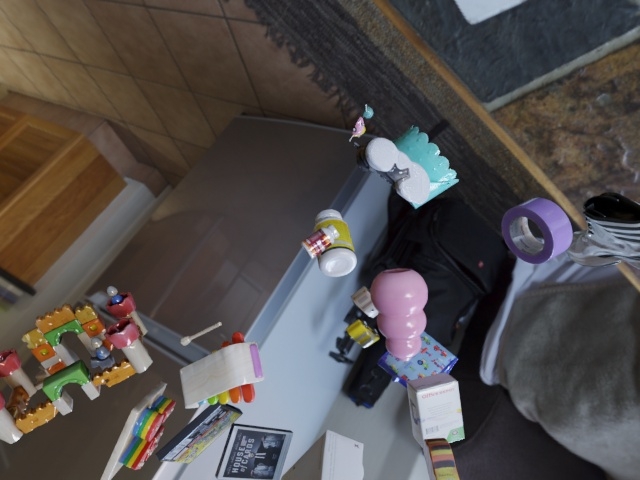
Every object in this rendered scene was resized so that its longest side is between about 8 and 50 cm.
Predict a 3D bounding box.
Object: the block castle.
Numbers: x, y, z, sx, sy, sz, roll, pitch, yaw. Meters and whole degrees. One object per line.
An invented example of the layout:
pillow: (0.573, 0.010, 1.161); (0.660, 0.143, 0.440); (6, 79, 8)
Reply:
block castle: (-0.753, 0.336, 1.321); (0.303, 0.454, 0.212); (33, 148, 62)

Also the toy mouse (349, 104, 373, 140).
toy mouse: (0.147, -0.405, 1.521); (0.031, 0.161, 0.143); (30, 145, 3)

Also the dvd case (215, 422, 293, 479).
dvd case: (-0.223, 0.733, 1.536); (0.239, 0.179, 0.030); (22, 171, -31)

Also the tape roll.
tape roll: (0.649, -0.028, 1.346); (0.189, 0.080, 0.188); (53, 158, 33)

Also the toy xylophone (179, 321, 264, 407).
toy xylophone: (-0.314, 0.376, 1.330); (0.323, 0.235, 0.081); (-21, 159, 32)

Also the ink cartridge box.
ink cartridge box: (0.393, 0.578, 1.526); (0.093, 0.155, 0.212); (-151, 51, -75)

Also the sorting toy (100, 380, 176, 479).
sorting toy: (-0.594, 0.650, 1.507); (0.090, 0.256, 0.255); (25, -178, 0)

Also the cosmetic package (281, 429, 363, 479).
cosmetic package: (-0.009, 0.857, 1.537); (0.156, 0.217, 0.384); (25, 121, -10)

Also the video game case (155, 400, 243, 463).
video game case: (-0.442, 0.719, 1.671); (0.035, 0.275, 0.248); (43, 167, 27)

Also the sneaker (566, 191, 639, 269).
sneaker: (0.904, -0.049, 1.423); (0.257, 0.169, 0.447); (47, 176, -6)

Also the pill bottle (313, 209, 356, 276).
pill bottle: (0.064, 0.004, 2.258); (0.188, 0.333, 0.187); (-5, 137, -5)

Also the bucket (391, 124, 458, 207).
bucket: (0.348, -0.265, 1.646); (0.281, 0.183, 0.281); (49, -171, -10)

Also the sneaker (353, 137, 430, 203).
sneaker: (0.209, -0.213, 1.332); (0.269, 0.101, 0.153); (37, 179, -29)

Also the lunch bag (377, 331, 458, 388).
lunch bag: (0.401, 0.527, 1.894); (0.221, 0.293, 0.138); (38, 126, 30)

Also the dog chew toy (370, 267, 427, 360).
dog chew toy: (0.293, 0.272, 1.624); (0.207, 0.207, 0.331); (-2, 95, 51)

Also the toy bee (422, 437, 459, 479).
toy bee: (0.301, 0.581, 0.992); (0.162, 0.196, 0.298); (86, 159, -51)

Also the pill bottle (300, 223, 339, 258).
pill bottle: (0.000, 0.000, 1.866); (0.086, 0.152, 0.086); (52, 173, 9)

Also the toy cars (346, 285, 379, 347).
toy cars: (0.214, 0.370, 2.019); (0.087, 0.177, 0.393); (-115, 23, -49)
